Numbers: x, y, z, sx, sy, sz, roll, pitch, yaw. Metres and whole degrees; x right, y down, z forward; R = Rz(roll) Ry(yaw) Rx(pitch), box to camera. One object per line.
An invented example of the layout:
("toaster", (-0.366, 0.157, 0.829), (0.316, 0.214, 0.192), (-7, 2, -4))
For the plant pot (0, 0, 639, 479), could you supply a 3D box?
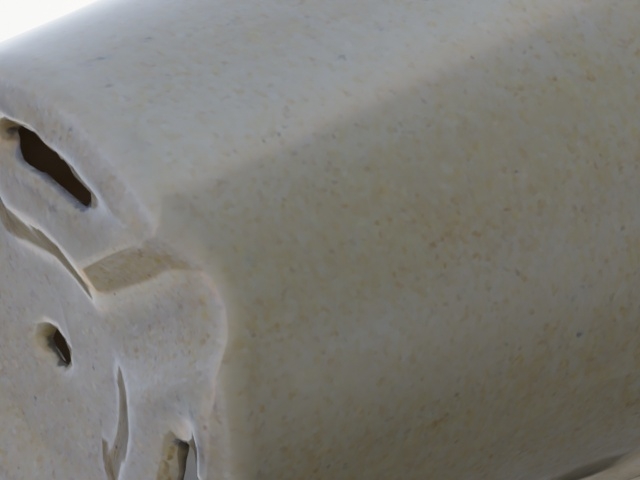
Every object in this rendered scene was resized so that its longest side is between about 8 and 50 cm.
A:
("plant pot", (0.000, 0.000, 0.798), (0.305, 0.334, 0.334), (-23, -19, -38))
